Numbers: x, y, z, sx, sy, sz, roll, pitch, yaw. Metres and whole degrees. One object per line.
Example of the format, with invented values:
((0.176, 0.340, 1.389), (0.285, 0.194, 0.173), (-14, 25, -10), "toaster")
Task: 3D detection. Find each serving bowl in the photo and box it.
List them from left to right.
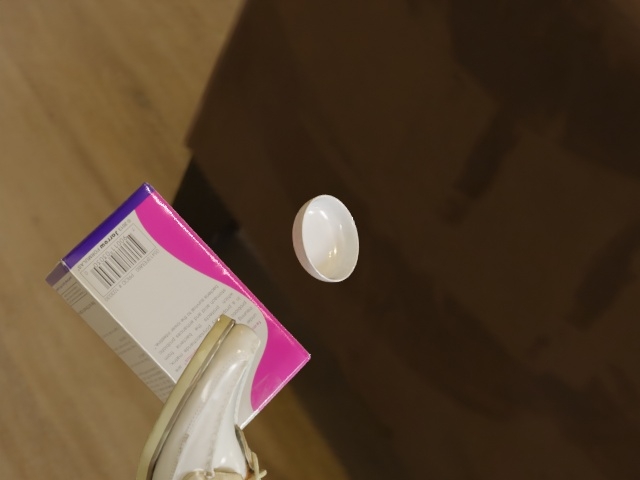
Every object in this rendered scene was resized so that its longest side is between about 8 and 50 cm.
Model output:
((0.000, 0.000, 1.575), (0.083, 0.027, 0.083), (18, 67, -48), "serving bowl")

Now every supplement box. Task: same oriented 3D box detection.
((-0.132, 0.071, 1.521), (0.220, 0.114, 0.111), (47, 71, -4), "supplement box")

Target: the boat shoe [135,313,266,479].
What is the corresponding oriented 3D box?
((-0.098, 0.197, 1.392), (0.103, 0.302, 0.113), (26, 31, 6), "boat shoe")
